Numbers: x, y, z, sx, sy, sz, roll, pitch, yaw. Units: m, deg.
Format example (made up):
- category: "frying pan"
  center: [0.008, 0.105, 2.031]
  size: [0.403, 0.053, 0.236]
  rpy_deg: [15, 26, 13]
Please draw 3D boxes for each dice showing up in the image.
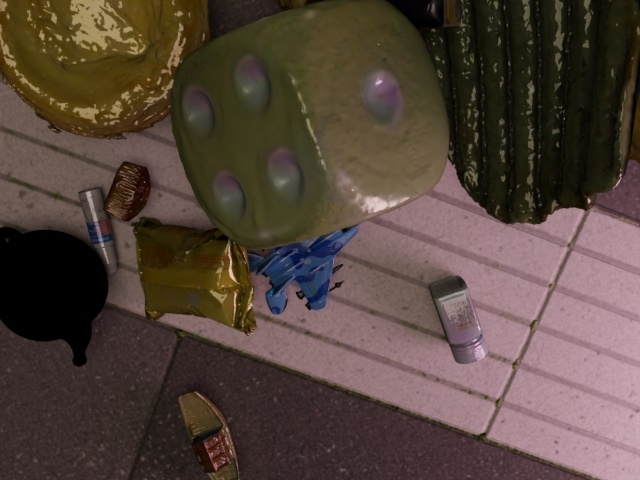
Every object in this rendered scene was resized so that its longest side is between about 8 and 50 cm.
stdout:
- category: "dice"
  center: [-0.010, -0.142, 0.972]
  size: [0.254, 0.250, 0.252]
  rpy_deg: [-23, 99, -41]

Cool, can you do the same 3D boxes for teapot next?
- category: "teapot"
  center: [-0.399, 0.074, 1.135]
  size: [0.159, 0.159, 0.232]
  rpy_deg: [-37, 87, 7]

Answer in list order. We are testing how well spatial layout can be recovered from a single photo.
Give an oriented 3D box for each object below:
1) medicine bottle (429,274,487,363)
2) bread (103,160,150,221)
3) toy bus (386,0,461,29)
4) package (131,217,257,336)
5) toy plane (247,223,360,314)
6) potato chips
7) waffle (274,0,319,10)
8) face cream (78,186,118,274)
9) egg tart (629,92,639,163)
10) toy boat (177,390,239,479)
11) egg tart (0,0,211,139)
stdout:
- category: "medicine bottle"
  center: [0.204, 0.118, 1.166]
  size: [0.055, 0.074, 0.118]
  rpy_deg: [-19, 101, 3]
- category: "bread"
  center: [-0.270, -0.068, 1.126]
  size: [0.053, 0.085, 0.085]
  rpy_deg: [22, 101, -9]
- category: "toy bus"
  center: [0.101, -0.298, 1.041]
  size: [0.172, 0.072, 0.057]
  rpy_deg: [8, 105, 43]
- category: "package"
  center: [-0.179, 0.044, 1.123]
  size: [0.226, 0.090, 0.168]
  rpy_deg: [4, 102, 31]
- category: "toy plane"
  center: [0.000, -0.002, 1.143]
  size: [0.246, 0.078, 0.169]
  rpy_deg: [-37, 100, 1]
- category: "potato chips"
  center: [0.245, -0.227, 0.977]
  size: [0.070, 0.358, 0.429]
  rpy_deg: [-10, 99, -31]
- category: "waffle"
  center: [0.059, -0.362, 0.971]
  size: [0.291, 0.291, 0.051]
  rpy_deg: [-33, 111, 7]
- category: "face cream"
  center: [-0.322, -0.012, 1.161]
  size: [0.034, 0.034, 0.130]
  rpy_deg: [-11, 103, 2]
- category: "egg tart"
  center: [0.448, -0.227, 0.987]
  size: [0.169, 0.388, 0.388]
  rpy_deg: [9, 104, 34]
- category: "toy boat"
  center: [-0.169, 0.305, 1.212]
  size: [0.065, 0.066, 0.172]
  rpy_deg: [-19, 100, 7]
- category: "egg tart"
  center: [-0.291, -0.293, 1.059]
  size: [0.315, 0.120, 0.315]
  rpy_deg: [0, 100, -1]
